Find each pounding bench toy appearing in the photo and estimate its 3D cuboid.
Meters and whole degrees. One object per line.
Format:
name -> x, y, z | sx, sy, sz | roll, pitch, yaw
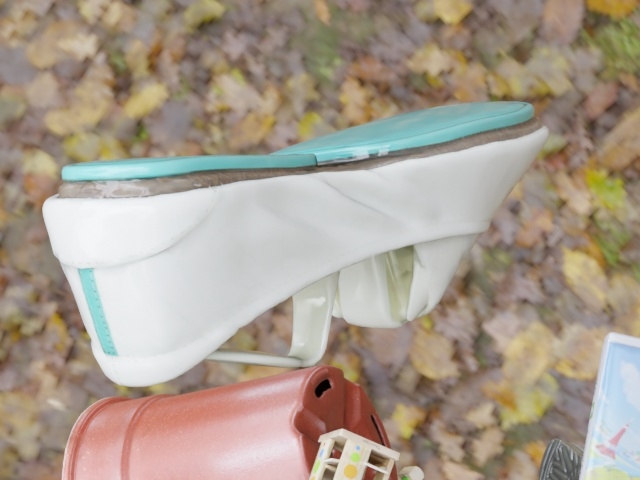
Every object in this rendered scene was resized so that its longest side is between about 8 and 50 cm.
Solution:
pounding bench toy -> 0.034, 0.194, 1.405 | 0.083, 0.052, 0.065 | 24, 71, -14

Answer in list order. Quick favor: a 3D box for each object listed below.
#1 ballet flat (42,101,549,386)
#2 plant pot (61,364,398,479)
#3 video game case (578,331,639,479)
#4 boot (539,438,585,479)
ballet flat -> 0.000, 0.000, 1.030 | 0.139, 0.400, 0.139 | 8, 103, 36
plant pot -> -0.078, 0.259, 1.864 | 0.265, 0.272, 0.272 | -19, 67, 26
video game case -> 0.296, 0.183, 1.327 | 0.212, 0.023, 0.193 | 13, 75, -1
boot -> 0.307, 0.226, 1.524 | 0.190, 0.208, 0.076 | -117, 44, -67
